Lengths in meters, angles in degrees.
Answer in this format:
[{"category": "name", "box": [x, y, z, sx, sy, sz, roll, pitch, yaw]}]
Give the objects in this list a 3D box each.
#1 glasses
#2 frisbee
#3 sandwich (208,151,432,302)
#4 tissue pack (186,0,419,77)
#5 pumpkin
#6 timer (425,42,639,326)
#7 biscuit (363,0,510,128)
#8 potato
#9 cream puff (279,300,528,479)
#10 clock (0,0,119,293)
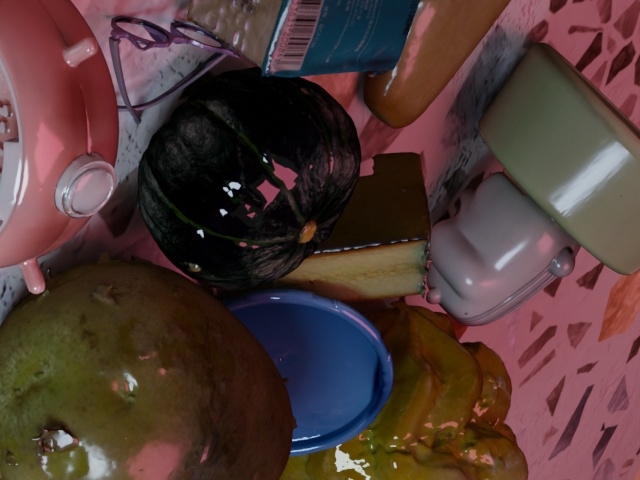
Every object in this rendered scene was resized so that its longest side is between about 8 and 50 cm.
[{"category": "glasses", "box": [-0.146, -0.136, 1.313, 0.140, 0.062, 0.104, -1, 122, -51]}, {"category": "frisbee", "box": [-0.042, 0.137, 1.615, 0.242, 0.045, 0.242, 0, 130, 0]}, {"category": "sandwich", "box": [0.000, 0.000, 1.583, 0.236, 0.128, 0.122, -6, 139, 4]}, {"category": "tissue pack", "box": [0.011, -0.290, 1.306, 0.192, 0.134, 0.271, -11, 128, -49]}, {"category": "pumpkin", "box": [-0.064, -0.057, 1.390, 0.220, 0.162, 0.220, -40, 161, -16]}, {"category": "timer", "box": [0.252, -0.029, 1.783, 0.315, 0.291, 0.291, -44, 150, 14]}, {"category": "biscuit", "box": [0.123, -0.267, 1.547, 0.290, 0.062, 0.237, -51, 149, -3]}, {"category": "potato", "box": [-0.157, 0.173, 1.419, 0.359, 0.219, 0.269, 40, 64, -54]}, {"category": "cream puff", "box": [0.106, 0.213, 1.822, 0.324, 0.291, 0.257, 14, 78, -42]}, {"category": "clock", "box": [-0.233, -0.092, 1.074, 0.142, 0.241, 0.227, -17, 132, -49]}]
